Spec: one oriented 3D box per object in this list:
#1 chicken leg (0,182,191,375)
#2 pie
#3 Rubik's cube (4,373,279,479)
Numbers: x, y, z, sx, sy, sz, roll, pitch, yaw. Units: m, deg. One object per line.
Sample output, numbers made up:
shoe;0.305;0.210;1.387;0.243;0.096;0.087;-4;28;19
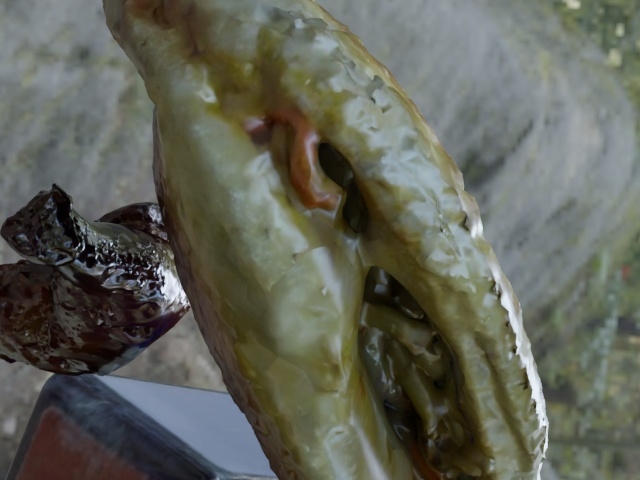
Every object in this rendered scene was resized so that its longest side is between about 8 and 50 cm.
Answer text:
chicken leg;-0.086;0.017;0.574;0.205;0.093;0.053;139;-52;-61
pie;0.000;0.000;0.472;0.179;0.084;0.205;-116;-179;-57
Rubik's cube;-0.016;0.285;0.932;0.316;0.318;0.313;16;99;-46
